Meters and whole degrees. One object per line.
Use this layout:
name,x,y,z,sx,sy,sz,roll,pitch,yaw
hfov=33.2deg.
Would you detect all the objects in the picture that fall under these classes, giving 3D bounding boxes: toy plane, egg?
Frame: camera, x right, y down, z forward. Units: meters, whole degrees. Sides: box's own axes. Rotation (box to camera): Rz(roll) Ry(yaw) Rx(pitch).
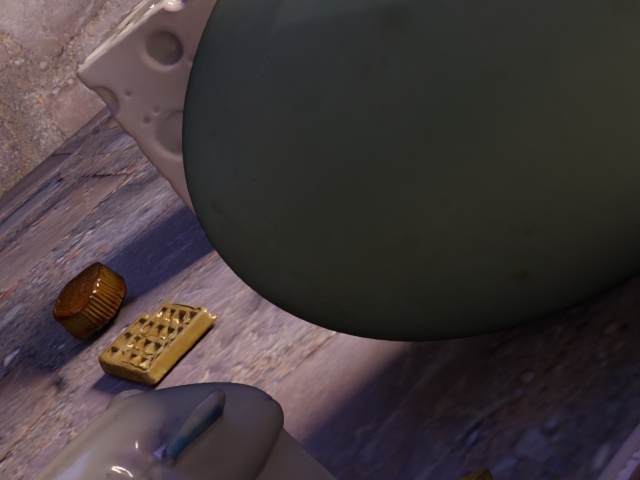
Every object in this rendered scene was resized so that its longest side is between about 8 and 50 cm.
toy plane,-0.117,0.173,0.529,0.267,0.122,0.267,-44,-12,-12
egg,0.099,-0.100,0.584,0.388,0.276,0.276,-31,21,18

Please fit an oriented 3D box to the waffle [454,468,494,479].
waffle,0.016,0.173,0.444,0.125,0.032,0.191,-28,10,23

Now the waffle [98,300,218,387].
waffle,-0.154,0.094,1.003,0.092,0.021,0.135,-48,22,-20

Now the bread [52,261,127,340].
bread,-0.250,0.070,1.182,0.085,0.053,0.085,-32,33,23

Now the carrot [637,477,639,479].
carrot,0.159,0.076,0.421,0.257,0.061,0.061,-48,21,-14

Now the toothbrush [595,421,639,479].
toothbrush,0.190,0.045,0.482,0.307,0.029,0.025,-47,9,-15

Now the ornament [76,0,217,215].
ornament,-0.081,-0.193,1.178,0.239,0.240,0.240,-33,20,16
